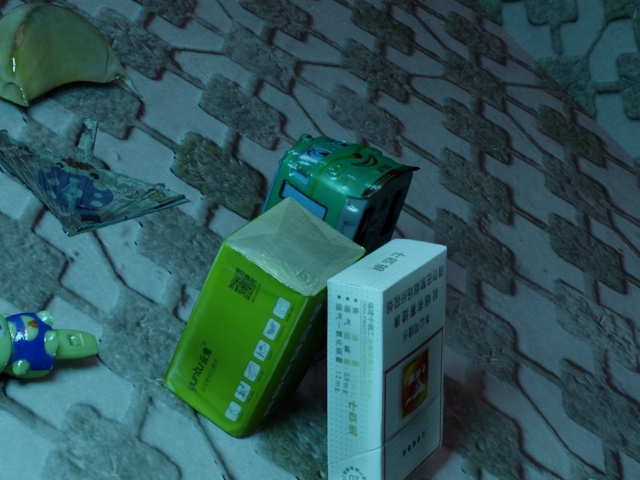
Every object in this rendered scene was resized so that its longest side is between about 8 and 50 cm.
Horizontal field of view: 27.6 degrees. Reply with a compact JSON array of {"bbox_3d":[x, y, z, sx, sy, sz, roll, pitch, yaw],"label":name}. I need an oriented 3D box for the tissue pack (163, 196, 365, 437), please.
[{"bbox_3d":[-0.083,0.110,1.893,0.167,0.275,0.200,35,32,13],"label":"tissue pack"}]

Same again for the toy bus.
[{"bbox_3d":[0.000,0.000,2.072,0.199,0.344,0.183,30,29,20],"label":"toy bus"}]

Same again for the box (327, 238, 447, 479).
[{"bbox_3d":[0.097,0.185,1.873,0.095,0.330,0.210,12,22,28],"label":"box"}]

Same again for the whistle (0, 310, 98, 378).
[{"bbox_3d":[-0.408,0.141,1.779,0.227,0.085,0.105,4,47,-35],"label":"whistle"}]

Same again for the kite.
[{"bbox_3d":[-0.412,-0.117,2.231,0.406,0.014,0.368,18,32,-16],"label":"kite"}]

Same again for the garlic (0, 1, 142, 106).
[{"bbox_3d":[-0.490,-0.332,2.411,0.338,0.151,0.196,-15,78,-58],"label":"garlic"}]
